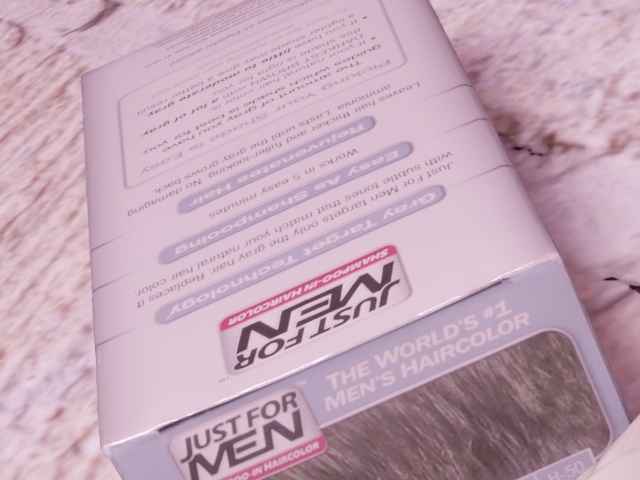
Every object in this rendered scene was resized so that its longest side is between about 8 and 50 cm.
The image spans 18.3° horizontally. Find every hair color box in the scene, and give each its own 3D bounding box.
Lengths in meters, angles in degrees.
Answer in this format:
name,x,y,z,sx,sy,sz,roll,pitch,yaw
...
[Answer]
name,x,y,z,sx,sy,sz,roll,pitch,yaw
hair color box,0.000,0.000,0.904,0.185,0.114,0.374,-24,27,4

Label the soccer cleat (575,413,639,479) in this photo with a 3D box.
name,x,y,z,sx,sy,sz,roll,pitch,yaw
soccer cleat,0.133,0.083,0.709,0.196,0.068,0.076,-37,14,-22
